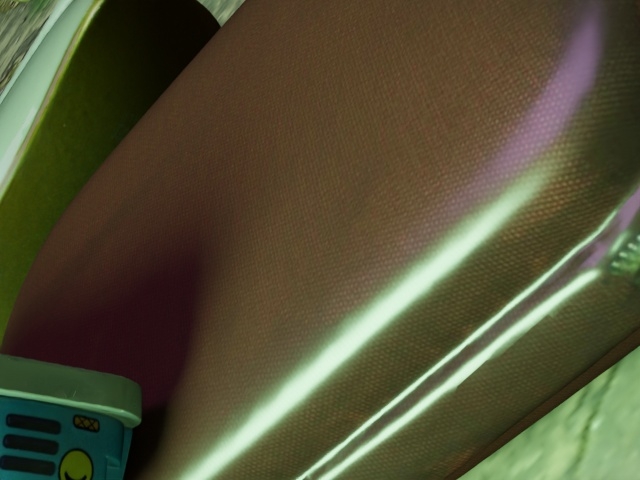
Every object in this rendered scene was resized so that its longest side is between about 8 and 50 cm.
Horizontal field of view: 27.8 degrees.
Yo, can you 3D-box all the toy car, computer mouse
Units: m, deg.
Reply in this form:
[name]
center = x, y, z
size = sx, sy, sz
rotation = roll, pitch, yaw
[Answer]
[toy car]
center = -0.151, 0.102, 0.482
size = 0.191, 0.097, 0.100
rotation = -26, 58, 45
[computer mouse]
center = -0.152, -0.001, 0.709
size = 0.072, 0.158, 0.310
rotation = 37, 97, 25

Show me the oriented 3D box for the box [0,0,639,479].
[box]
center = 0.000, 0.000, 0.533
size = 0.404, 0.108, 0.263
rotation = -42, 37, 29
